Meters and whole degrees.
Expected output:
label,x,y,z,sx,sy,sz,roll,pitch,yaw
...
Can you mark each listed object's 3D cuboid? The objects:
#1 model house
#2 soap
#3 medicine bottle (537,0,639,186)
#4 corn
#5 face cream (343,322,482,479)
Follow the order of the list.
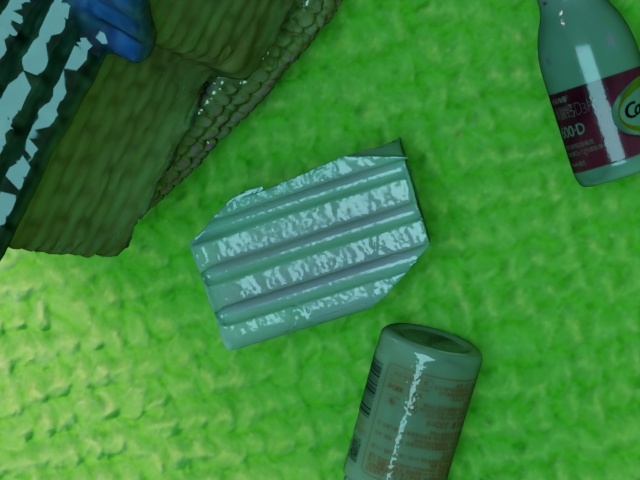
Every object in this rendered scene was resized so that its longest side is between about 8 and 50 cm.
label,x,y,z,sx,sy,sz,roll,pitch,yaw
model house,-0.277,-0.233,1.592,0.395,0.400,0.445,30,99,15
soap,0.000,0.000,1.812,0.230,0.091,0.145,-17,96,15
medicine bottle,0.244,-0.162,1.729,0.090,0.090,0.217,-17,93,15
corn,-0.116,-0.148,1.810,0.335,0.126,0.127,-39,87,12
face cream,0.074,0.210,1.816,0.101,0.101,0.252,17,102,11
